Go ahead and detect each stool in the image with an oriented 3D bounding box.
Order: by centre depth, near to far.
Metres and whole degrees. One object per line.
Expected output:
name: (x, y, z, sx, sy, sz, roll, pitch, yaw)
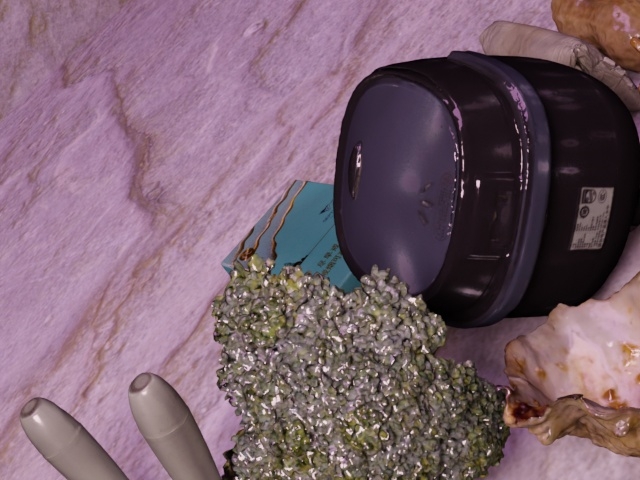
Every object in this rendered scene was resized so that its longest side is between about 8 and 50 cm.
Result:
stool: (-0.180, 0.252, 0.905, 0.195, 0.198, 0.195, -14, 36, 28)

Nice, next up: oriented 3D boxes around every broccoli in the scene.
broccoli: (0.023, 0.142, 0.874, 0.221, 0.252, 0.361, -42, -11, 2)

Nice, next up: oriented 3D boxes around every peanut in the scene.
peanut: (0.343, -0.256, 1.192, 0.089, 0.089, 0.193, -36, 33, -1)

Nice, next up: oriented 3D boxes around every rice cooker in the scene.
rice cooker: (0.155, -0.049, 0.920, 0.224, 0.267, 0.267, 0, 18, -28)

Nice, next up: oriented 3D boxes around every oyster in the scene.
oyster: (0.301, 0.081, 0.737, 0.337, 0.133, 0.198, -15, 34, 26)

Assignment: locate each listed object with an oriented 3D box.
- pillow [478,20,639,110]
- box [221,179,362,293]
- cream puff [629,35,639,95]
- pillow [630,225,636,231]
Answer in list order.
pillow: (0.267, -0.191, 1.140, 0.078, 0.134, 0.181, -52, 33, -4)
box: (0.000, 0.000, 1.218, 0.229, 0.041, 0.162, 11, 53, 50)
cream puff: (0.445, -0.213, 0.901, 0.327, 0.231, 0.343, -44, 32, -7)
pillow: (0.271, -0.063, 1.046, 0.130, 0.038, 0.233, -43, 30, -14)
